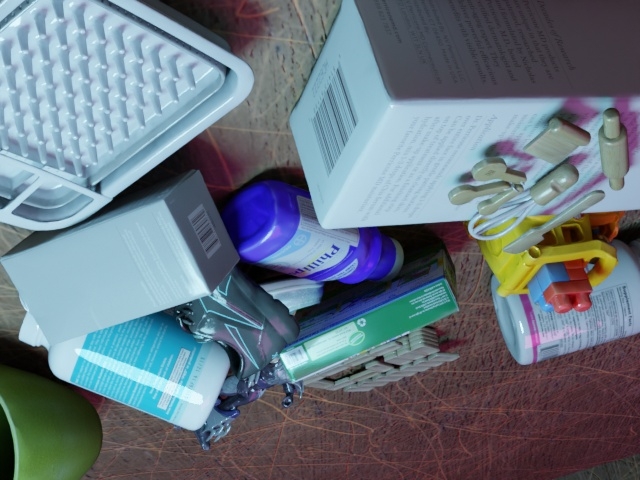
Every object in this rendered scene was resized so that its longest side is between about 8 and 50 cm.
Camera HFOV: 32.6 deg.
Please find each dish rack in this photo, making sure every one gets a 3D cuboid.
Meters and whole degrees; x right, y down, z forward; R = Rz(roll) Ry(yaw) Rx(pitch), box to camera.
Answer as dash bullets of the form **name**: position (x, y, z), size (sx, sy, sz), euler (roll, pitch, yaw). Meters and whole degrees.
- **dish rack**: position (-0.262, -0.142, 1.070), size (0.333, 0.072, 0.285), euler (-32, 148, 27)

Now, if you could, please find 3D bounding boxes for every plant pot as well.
- **plant pot**: position (-0.462, 0.299, 1.607), size (0.275, 0.275, 0.293), euler (-27, 167, 20)

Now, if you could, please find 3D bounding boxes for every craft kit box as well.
- **craft kit box**: position (0.072, 0.096, 1.553), size (0.250, 0.061, 0.246), euler (-24, -169, 10)

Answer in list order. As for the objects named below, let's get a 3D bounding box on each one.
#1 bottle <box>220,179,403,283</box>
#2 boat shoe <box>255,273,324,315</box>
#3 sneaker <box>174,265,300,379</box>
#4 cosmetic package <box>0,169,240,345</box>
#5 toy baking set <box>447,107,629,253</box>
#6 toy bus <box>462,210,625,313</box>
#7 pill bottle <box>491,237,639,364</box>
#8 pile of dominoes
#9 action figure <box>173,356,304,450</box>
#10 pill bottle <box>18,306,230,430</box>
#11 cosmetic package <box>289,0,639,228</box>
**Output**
- **bottle**: position (0.000, 0.000, 1.444), size (0.118, 0.092, 0.283), euler (-30, 149, 32)
- **boat shoe**: position (-0.131, 0.127, 1.558), size (0.320, 0.103, 0.118), euler (-22, 179, 16)
- **sneaker**: position (-0.142, 0.060, 1.341), size (0.106, 0.267, 0.101), euler (-48, -164, -12)
- **cosmetic package**: position (-0.231, 0.022, 1.258), size (0.238, 0.127, 0.107), euler (-15, -161, 25)
- **toy baking set**: position (0.243, -0.063, 1.191), size (0.197, 0.030, 0.256), euler (-20, 152, 13)
- **toy bus**: position (0.338, 0.007, 1.518), size (0.220, 0.211, 0.149), euler (-7, 149, -21)
- **pill bottle**: position (0.434, 0.090, 1.771), size (0.283, 0.160, 0.160), euler (-15, 152, -3)
- **pile of dominoes**: position (0.103, 0.218, 1.983), size (0.251, 0.040, 0.196), euler (-25, 153, 33)
- **action figure**: position (-0.112, 0.240, 1.822), size (0.285, 0.099, 0.185), euler (-31, 144, 19)
- **pill bottle**: position (-0.252, 0.137, 1.432), size (0.264, 0.146, 0.146), euler (23, 142, -7)
- **cosmetic package**: position (0.220, -0.148, 1.220), size (0.453, 0.161, 0.230), euler (-3, 150, -23)
